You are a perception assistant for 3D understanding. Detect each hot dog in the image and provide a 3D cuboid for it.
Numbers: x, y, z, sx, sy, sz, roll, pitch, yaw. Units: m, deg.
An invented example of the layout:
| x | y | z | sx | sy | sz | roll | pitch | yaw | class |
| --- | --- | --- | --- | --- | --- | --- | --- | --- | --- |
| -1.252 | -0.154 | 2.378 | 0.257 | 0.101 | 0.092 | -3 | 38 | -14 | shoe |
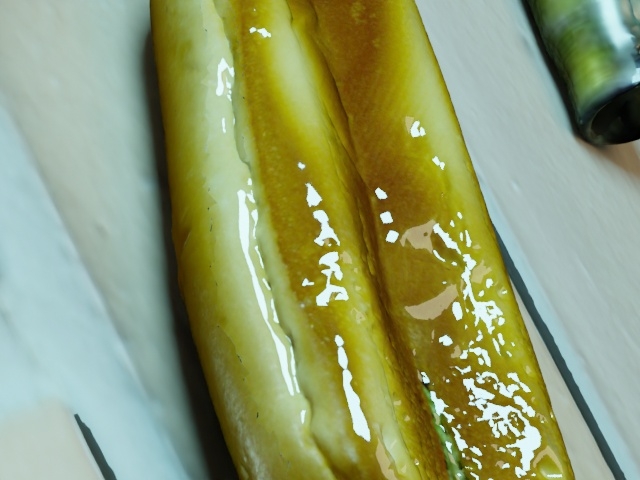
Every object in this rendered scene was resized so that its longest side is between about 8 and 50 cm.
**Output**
| x | y | z | sx | sy | sz | roll | pitch | yaw | class |
| --- | --- | --- | --- | --- | --- | --- | --- | --- | --- |
| 0.000 | 0.000 | 0.513 | 0.100 | 0.068 | 0.249 | 16 | 46 | -37 | hot dog |

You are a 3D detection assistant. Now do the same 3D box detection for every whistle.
| x | y | z | sx | sy | sz | roll | pitch | yaw | class |
| --- | --- | --- | --- | --- | --- | --- | --- | --- | --- |
| 0.101 | -0.198 | 0.898 | 0.068 | 0.057 | 0.326 | 33 | 35 | -61 | whistle |
